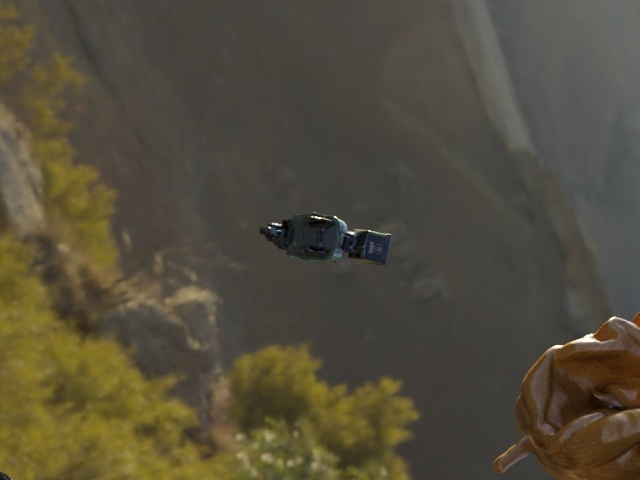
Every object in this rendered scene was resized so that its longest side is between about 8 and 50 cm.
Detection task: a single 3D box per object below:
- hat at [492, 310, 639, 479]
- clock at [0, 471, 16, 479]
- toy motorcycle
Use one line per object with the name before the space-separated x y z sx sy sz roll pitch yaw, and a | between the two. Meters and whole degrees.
hat | 0.282 0.202 1.515 0.244 0.233 0.233 47 -33 51
clock | -0.429 0.412 1.770 0.055 0.280 0.280 36 32 -32
toy motorcycle | 0.000 0.000 1.828 0.100 0.173 0.058 14 85 -33
